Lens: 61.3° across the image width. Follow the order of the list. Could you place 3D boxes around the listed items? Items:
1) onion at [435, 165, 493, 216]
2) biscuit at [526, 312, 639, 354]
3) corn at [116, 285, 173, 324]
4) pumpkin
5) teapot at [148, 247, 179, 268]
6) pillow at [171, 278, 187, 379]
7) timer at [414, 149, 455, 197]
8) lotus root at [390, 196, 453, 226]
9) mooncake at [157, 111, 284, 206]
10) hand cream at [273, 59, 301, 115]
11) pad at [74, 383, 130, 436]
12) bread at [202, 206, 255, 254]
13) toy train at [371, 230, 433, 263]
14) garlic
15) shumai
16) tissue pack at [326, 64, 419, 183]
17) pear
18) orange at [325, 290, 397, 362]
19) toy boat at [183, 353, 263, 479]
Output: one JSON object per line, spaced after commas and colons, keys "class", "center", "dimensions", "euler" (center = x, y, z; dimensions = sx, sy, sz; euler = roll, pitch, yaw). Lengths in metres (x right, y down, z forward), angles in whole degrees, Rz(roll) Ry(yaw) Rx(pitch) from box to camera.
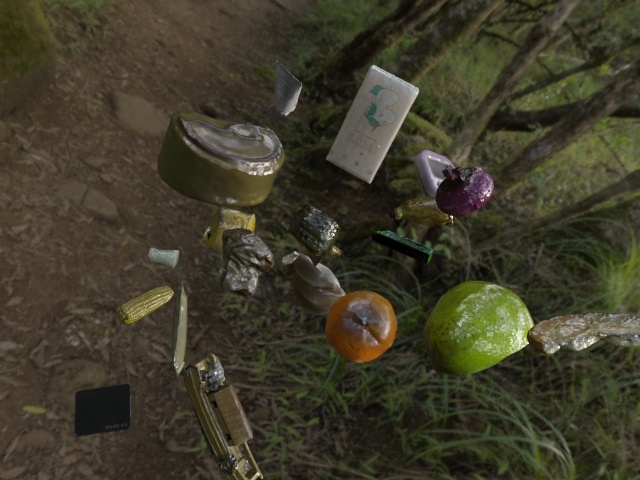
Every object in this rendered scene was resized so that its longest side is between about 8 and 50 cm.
{"class": "onion", "center": [0.272, -0.100, 1.034], "dimensions": [0.104, 0.115, 0.115], "euler": [52, 20, -11]}
{"class": "biscuit", "center": [0.606, 0.209, 1.233], "dimensions": [0.154, 0.299, 0.045], "euler": [-115, -158, -76]}
{"class": "corn", "center": [-0.625, 0.226, 1.930], "dimensions": [0.080, 0.080, 0.231], "euler": [50, 35, 3]}
{"class": "pumpkin", "center": [0.004, 0.003, 1.787], "dimensions": [0.126, 0.131, 0.248], "euler": [23, -16, 38]}
{"class": "teapot", "center": [-0.455, 0.049, 1.560], "dimensions": [0.083, 0.067, 0.057], "euler": [14, 54, -11]}
{"class": "pillow", "center": [-0.321, 0.202, 1.232], "dimensions": [0.033, 0.130, 0.218], "euler": [3, 69, -14]}
{"class": "timer", "center": [0.412, -0.214, 1.882], "dimensions": [0.208, 0.069, 0.191], "euler": [8, 61, -42]}
{"class": "lotus root", "center": [0.310, -0.090, 1.639], "dimensions": [0.108, 0.190, 0.095], "euler": [71, 26, -73]}
{"class": "mooncake", "center": [-0.332, -0.291, 1.863], "dimensions": [0.393, 0.246, 0.394], "euler": [32, 31, 12]}
{"class": "hand cream", "center": [-0.078, -0.346, 1.260], "dimensions": [0.084, 0.053, 0.142], "euler": [45, -25, 12]}
{"class": "pad", "center": [-0.549, 0.427, 1.359], "dimensions": [0.003, 0.157, 0.112], "euler": [53, 27, -69]}
{"class": "bread", "center": [-0.337, -0.033, 2.038], "dimensions": [0.170, 0.197, 0.197], "euler": [26, 28, -21]}
{"class": "toy train", "center": [0.272, 0.012, 1.804], "dimensions": [0.209, 0.044, 0.042], "euler": [25, 41, 21]}
{"class": "garlic", "center": [-0.031, 0.199, 2.276], "dimensions": [0.325, 0.132, 0.279], "euler": [42, -26, 25]}
{"class": "shumai", "center": [-0.258, 0.063, 1.644], "dimensions": [0.218, 0.185, 0.184], "euler": [37, -20, 43]}
{"class": "tissue pack", "center": [0.160, -0.363, 1.704], "dimensions": [0.170, 0.325, 0.071], "euler": [27, 24, 2]}
{"class": "pear", "center": [0.450, 0.285, 1.715], "dimensions": [0.318, 0.342, 0.239], "euler": [-29, 97, -37]}
{"class": "orange", "center": [0.125, 0.262, 1.655], "dimensions": [0.224, 0.224, 0.170], "euler": [55, -7, 16]}
{"class": "toy boat", "center": [-0.301, 0.584, 1.749], "dimensions": [0.136, 0.162, 0.446], "euler": [-25, 95, -62]}
